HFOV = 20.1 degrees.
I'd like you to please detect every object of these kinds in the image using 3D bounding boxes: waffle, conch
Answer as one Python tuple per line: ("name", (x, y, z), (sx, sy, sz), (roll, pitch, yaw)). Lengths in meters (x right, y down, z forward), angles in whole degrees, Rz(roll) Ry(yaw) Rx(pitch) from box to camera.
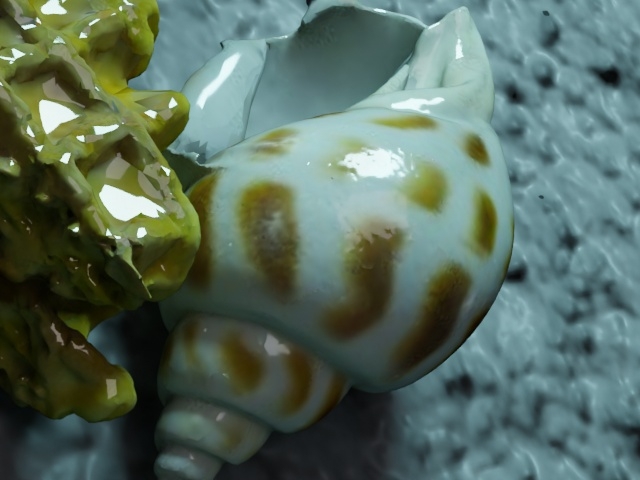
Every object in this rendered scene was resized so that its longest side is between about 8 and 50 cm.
("waffle", (-0.214, -0.043, 0.750), (0.324, 0.151, 0.261), (-1, 59, -42))
("conch", (0.000, 0.001, 0.877), (0.275, 0.183, 0.148), (-42, 131, -40))
